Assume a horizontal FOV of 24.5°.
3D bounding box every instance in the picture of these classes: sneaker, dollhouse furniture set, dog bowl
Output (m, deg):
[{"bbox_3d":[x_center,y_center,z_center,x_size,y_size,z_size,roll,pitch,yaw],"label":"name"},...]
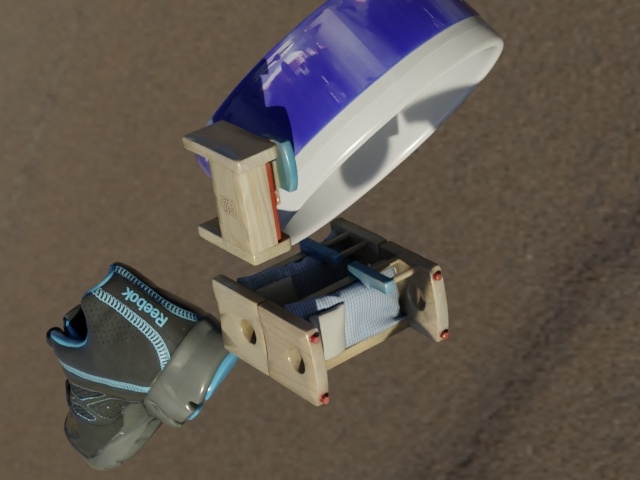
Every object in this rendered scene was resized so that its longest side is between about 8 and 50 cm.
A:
[{"bbox_3d":[-0.180,0.110,1.347,0.125,0.139,0.341,-53,6,-31],"label":"sneaker"},{"bbox_3d":[0.000,0.000,1.092,0.129,0.129,0.184,26,134,48],"label":"dollhouse furniture set"},{"bbox_3d":[0.024,-0.115,1.251,0.104,0.265,0.265,48,135,6],"label":"dog bowl"}]
